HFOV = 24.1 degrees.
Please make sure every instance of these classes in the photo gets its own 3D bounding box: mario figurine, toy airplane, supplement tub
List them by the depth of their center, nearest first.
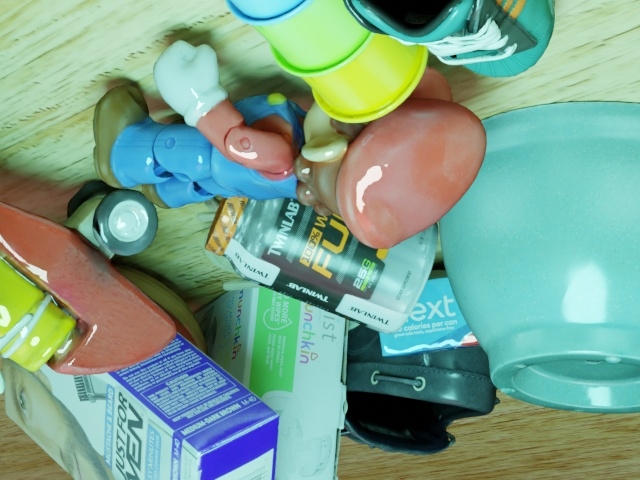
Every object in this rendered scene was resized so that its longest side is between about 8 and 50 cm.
[{"bbox_3d":[-0.015,-0.094,1.187,0.321,0.170,0.198,4,-158,32],"label":"mario figurine"},{"bbox_3d":[-0.363,0.029,1.330,0.384,0.272,0.386,19,179,23],"label":"toy airplane"},{"bbox_3d":[0.000,0.000,1.346,0.190,0.117,0.117,21,157,-7],"label":"supplement tub"}]

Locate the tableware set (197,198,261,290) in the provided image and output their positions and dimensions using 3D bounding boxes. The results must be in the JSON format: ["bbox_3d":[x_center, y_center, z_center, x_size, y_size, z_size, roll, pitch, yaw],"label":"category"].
[{"bbox_3d":[-0.017,-0.007,1.462,0.194,0.039,0.128,-3,142,9],"label":"tableware set"}]

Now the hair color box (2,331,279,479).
[{"bbox_3d":[-0.192,0.176,1.524,0.110,0.185,0.339,-22,-138,-35],"label":"hair color box"}]

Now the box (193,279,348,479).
[{"bbox_3d":[-0.075,0.199,1.700,0.127,0.262,0.231,14,158,-22],"label":"box"}]

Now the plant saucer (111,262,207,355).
[{"bbox_3d":[-0.214,0.088,1.691,0.200,0.037,0.200,19,146,13],"label":"plant saucer"}]

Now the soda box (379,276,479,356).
[{"bbox_3d":[0.162,0.068,1.491,0.210,0.071,0.067,-8,174,8],"label":"soda box"}]

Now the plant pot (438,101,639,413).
[{"bbox_3d":[0.238,0.034,1.283,0.293,0.196,0.293,5,159,2],"label":"plant pot"}]

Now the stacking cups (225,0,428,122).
[{"bbox_3d":[-0.044,-0.181,0.948,0.096,0.096,0.316,-7,155,31],"label":"stacking cups"}]

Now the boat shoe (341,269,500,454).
[{"bbox_3d":[0.077,0.173,1.743,0.187,0.156,0.500,11,160,-17],"label":"boat shoe"}]

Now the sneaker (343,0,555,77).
[{"bbox_3d":[0.069,-0.160,0.936,0.108,0.121,0.302,-4,157,25],"label":"sneaker"}]
